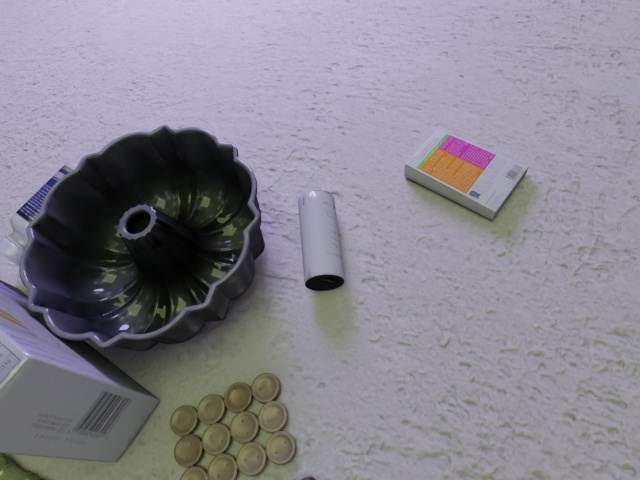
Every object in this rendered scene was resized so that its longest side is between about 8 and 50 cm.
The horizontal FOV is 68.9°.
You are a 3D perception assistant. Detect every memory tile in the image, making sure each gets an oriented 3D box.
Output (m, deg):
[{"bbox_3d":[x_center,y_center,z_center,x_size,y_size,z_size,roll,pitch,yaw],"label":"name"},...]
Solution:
[{"bbox_3d":[-0.108,0.235,0.568,0.148,0.012,0.113,-22,60,0],"label":"memory tile"}]

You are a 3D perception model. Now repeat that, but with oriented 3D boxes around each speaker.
[{"bbox_3d":[0.000,0.000,0.649,0.055,0.055,0.136,-10,61,6],"label":"speaker"}]

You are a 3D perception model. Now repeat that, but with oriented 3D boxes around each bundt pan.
[{"bbox_3d":[-0.228,0.003,0.656,0.331,0.124,0.330,-5,62,9],"label":"bundt pan"}]

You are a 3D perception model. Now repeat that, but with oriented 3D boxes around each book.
[{"bbox_3d":[0.209,-0.101,0.675,0.144,0.035,0.096,32,69,25],"label":"book"}]

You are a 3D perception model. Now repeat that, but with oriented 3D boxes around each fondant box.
[{"bbox_3d":[-0.388,0.123,0.557,0.331,0.238,0.096,25,70,23],"label":"fondant box"}]

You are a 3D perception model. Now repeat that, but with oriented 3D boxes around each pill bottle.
[{"bbox_3d":[-0.414,-0.033,0.731,0.094,0.094,0.169,29,71,24],"label":"pill bottle"}]

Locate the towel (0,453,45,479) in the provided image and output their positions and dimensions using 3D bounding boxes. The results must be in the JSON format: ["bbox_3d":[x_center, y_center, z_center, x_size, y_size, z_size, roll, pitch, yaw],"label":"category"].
[{"bbox_3d":[-0.401,0.347,0.560,0.110,0.027,0.148,17,66,19],"label":"towel"}]

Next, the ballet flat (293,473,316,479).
[{"bbox_3d":[-0.072,0.355,0.463,0.086,0.086,0.248,12,66,17],"label":"ballet flat"}]
